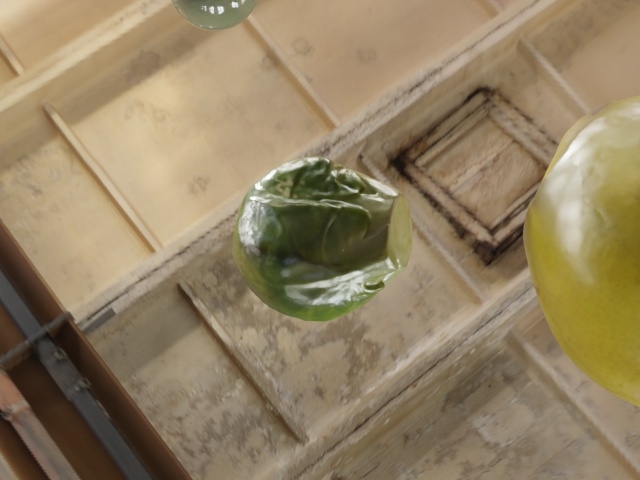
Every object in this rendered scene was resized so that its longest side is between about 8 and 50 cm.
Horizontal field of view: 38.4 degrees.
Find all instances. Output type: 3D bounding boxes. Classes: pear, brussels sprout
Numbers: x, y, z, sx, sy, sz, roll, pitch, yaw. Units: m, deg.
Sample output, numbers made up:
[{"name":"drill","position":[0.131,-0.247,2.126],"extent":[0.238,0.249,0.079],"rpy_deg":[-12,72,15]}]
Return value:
[{"name":"pear","position":[0.338,0.018,0.768],"extent":[0.337,0.285,0.284],"rpy_deg":[14,-112,36]},{"name":"brussels sprout","position":[0.002,0.002,0.948],"extent":[0.181,0.144,0.161],"rpy_deg":[10,-106,23]}]

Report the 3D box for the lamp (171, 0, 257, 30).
[{"name":"lamp","position":[-0.107,-0.265,0.850],"extent":[0.091,0.163,0.090],"rpy_deg":[-2,-111,5]}]
